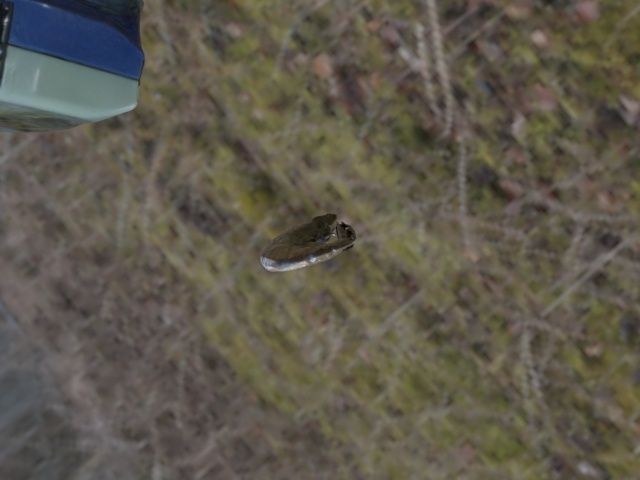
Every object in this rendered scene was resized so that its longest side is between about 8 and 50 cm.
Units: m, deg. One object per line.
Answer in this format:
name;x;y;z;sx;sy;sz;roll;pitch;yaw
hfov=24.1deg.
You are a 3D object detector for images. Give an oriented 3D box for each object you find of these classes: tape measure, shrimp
tape measure;-0.330;-0.187;1.496;0.262;0.138;0.259;0;175;26
shrimp;0.000;0.000;2.003;0.126;0.223;0.047;-8;104;23
